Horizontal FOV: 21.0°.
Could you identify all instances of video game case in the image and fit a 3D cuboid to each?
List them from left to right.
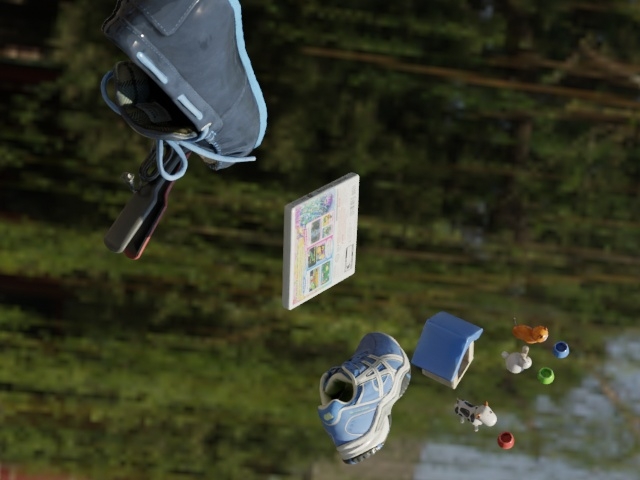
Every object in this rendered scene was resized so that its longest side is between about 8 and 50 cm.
[{"bbox_3d":[0.000,0.000,2.368,0.019,0.143,0.157,23,-55,34],"label":"video game case"}]

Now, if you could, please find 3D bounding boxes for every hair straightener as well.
[{"bbox_3d":[-0.230,-0.081,2.384,0.047,0.089,0.230,41,-79,31],"label":"hair straightener"}]

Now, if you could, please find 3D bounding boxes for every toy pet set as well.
[{"bbox_3d":[0.150,0.104,1.555,0.122,0.114,0.065,-56,159,-27],"label":"toy pet set"}]

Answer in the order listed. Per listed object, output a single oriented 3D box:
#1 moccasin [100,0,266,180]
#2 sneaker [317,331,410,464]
[{"bbox_3d":[-0.135,-0.145,1.498,0.137,0.117,0.342,42,-13,21],"label":"moccasin"},{"bbox_3d":[0.049,0.167,2.031,0.080,0.081,0.211,-28,-157,25],"label":"sneaker"}]
